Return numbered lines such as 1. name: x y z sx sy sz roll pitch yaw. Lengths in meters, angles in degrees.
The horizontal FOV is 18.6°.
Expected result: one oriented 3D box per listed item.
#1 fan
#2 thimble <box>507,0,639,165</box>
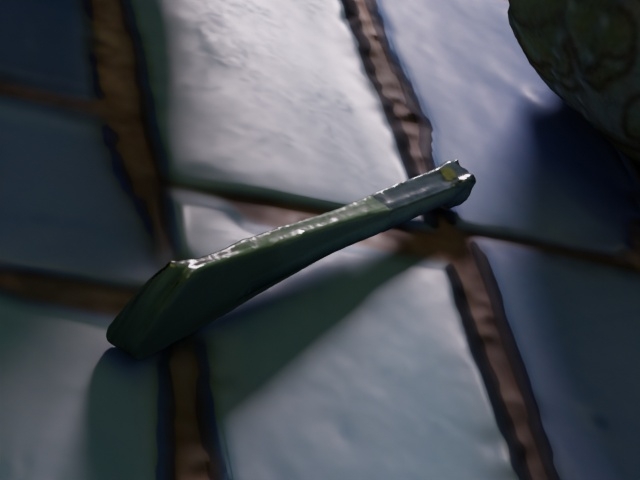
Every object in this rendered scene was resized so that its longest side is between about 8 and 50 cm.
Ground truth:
1. fan: 0.000 0.000 0.638 0.016 0.038 0.193 48 35 13
2. thimble: 0.173 -0.088 0.782 0.143 0.137 0.190 41 25 24
